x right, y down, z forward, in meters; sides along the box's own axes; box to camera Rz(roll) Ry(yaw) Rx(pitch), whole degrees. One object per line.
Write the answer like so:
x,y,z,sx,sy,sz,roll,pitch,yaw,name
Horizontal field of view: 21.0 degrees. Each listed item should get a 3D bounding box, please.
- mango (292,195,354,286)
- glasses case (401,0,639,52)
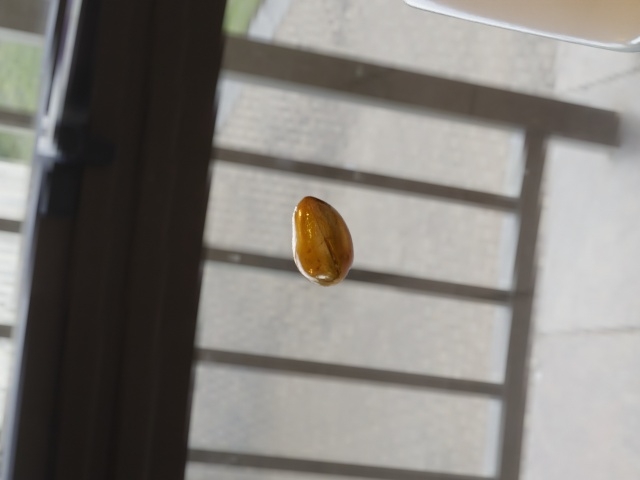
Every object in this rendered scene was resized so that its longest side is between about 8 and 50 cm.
0.000,0.000,1.656,0.046,0.060,0.089,-162,51,-79,mango
0.113,-0.149,0.933,0.193,0.049,0.074,19,104,42,glasses case
